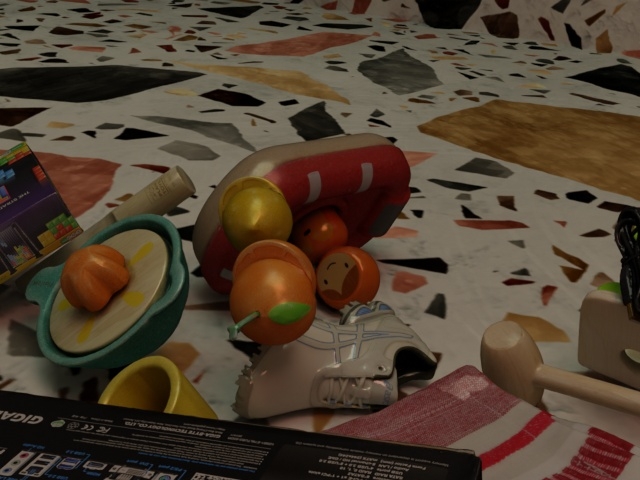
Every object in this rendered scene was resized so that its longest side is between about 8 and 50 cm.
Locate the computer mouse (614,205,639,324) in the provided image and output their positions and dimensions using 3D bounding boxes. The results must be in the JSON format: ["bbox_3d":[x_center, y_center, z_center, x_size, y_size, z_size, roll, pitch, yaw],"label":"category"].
[{"bbox_3d":[0.309,0.017,0.616,0.193,0.042,0.106,-1,45,14],"label":"computer mouse"}]

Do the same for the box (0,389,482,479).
[{"bbox_3d":[-0.107,0.167,0.334,0.295,0.073,0.293,3,22,19],"label":"box"}]

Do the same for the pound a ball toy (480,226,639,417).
[{"bbox_3d":[0.306,0.106,0.655,0.319,0.136,0.208,21,54,32],"label":"pound a ball toy"}]

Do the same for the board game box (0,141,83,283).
[{"bbox_3d":[-0.303,-0.005,0.754,0.170,0.048,0.141,-34,34,-12],"label":"board game box"}]

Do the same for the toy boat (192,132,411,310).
[{"bbox_3d":[0.000,0.000,0.819,0.231,0.151,0.151,-14,59,-36],"label":"toy boat"}]

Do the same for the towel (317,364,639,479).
[{"bbox_3d":[0.095,0.159,0.461,0.237,0.037,0.329,-17,18,-29],"label":"towel"}]

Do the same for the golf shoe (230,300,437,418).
[{"bbox_3d":[0.017,0.097,0.660,0.176,0.069,0.086,-20,40,-41],"label":"golf shoe"}]

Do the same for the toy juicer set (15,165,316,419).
[{"bbox_3d":[-0.130,0.012,0.668,0.209,0.089,0.329,-47,40,-7],"label":"toy juicer set"}]
